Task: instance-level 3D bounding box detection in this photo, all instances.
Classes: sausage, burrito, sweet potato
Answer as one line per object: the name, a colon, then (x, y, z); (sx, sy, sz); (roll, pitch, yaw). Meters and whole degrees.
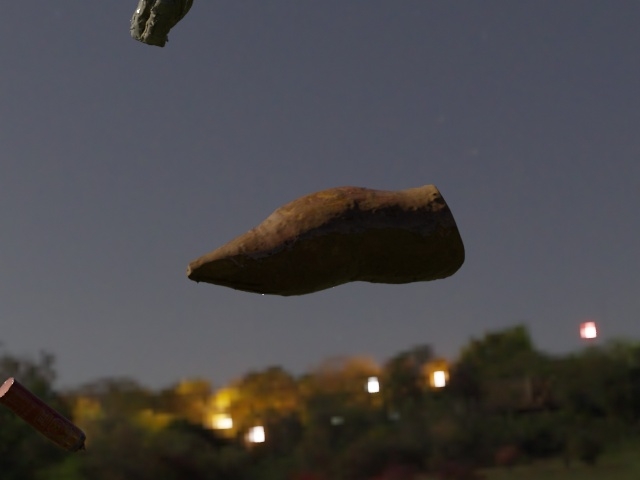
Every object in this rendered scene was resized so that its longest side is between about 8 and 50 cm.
sausage: (-0.332, 0.216, 2.007); (0.129, 0.034, 0.034); (41, -31, -20)
burrito: (-0.126, -0.275, 1.458); (0.058, 0.229, 0.063); (4, -12, 5)
sweet potato: (0.001, 0.000, 2.028); (0.337, 0.131, 0.131); (-5, -10, -13)
